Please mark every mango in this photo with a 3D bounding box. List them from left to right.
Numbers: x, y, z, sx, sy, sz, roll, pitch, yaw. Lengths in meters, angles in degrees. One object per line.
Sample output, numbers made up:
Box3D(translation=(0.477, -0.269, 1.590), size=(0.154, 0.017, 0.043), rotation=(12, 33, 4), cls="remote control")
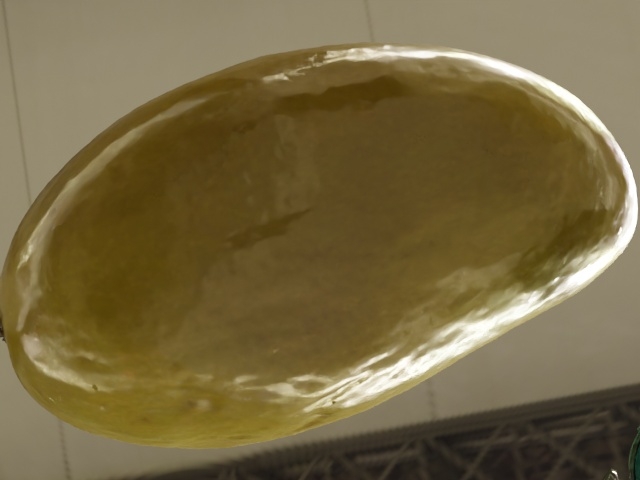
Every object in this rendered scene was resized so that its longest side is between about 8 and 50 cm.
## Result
Box3D(translation=(-0.005, -0.005, 0.984), size=(0.331, 0.195, 0.142), rotation=(-24, -143, -5), cls="mango")

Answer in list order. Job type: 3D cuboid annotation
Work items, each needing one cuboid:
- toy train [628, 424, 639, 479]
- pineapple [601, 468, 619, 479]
Box3D(translation=(0.258, 0.130, 1.008), size=(0.203, 0.112, 0.163), rotation=(-36, -103, 13), cls="toy train")
Box3D(translation=(0.119, 0.154, 0.524), size=(0.128, 0.248, 0.128), rotation=(-3, -66, -7), cls="pineapple")
